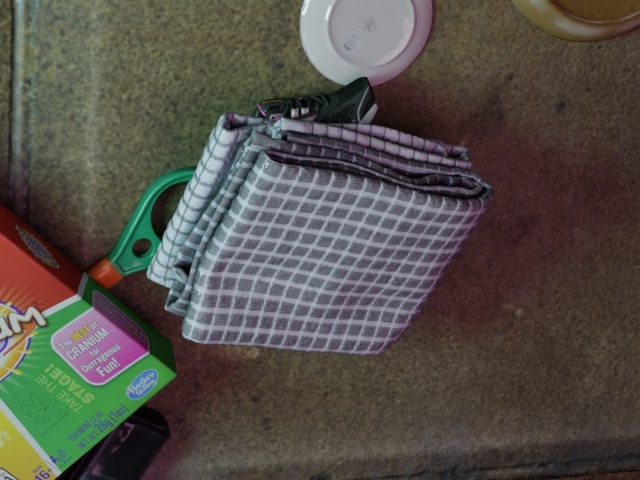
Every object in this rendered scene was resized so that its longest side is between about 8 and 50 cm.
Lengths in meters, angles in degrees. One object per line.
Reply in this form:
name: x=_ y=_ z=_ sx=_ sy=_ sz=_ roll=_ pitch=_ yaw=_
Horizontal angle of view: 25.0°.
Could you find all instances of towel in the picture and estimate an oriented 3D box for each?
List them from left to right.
towel: x=0.000 y=0.000 z=1.415 sx=0.284 sy=0.121 sz=0.235 roll=7 pitch=132 yaw=-30

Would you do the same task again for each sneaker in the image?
sneaker: x=-0.026 y=-0.114 z=1.436 sx=0.178 sy=0.072 sz=0.077 roll=-35 pitch=118 yaw=-3

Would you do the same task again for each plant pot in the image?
plant pot: x=0.295 y=-0.314 z=1.479 sx=0.236 sy=0.032 sz=0.236 roll=-7 pitch=116 yaw=-15

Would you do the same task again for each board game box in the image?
board game box: x=-0.336 y=0.101 z=1.410 sx=0.242 sy=0.064 sz=0.316 roll=-41 pitch=119 yaw=11

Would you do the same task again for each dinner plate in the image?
dinner plate: x=0.048 y=-0.219 z=1.446 sx=0.141 sy=0.017 sz=0.141 roll=-7 pitch=116 yaw=-15

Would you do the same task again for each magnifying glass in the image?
magnifying glass: x=-0.189 y=0.011 z=1.464 sx=0.231 sy=0.026 sz=0.092 roll=-38 pitch=120 yaw=-2

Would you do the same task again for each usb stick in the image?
usb stick: x=-0.259 y=0.294 z=1.553 sx=0.077 sy=0.045 sz=0.278 roll=27 pitch=102 yaw=-34
